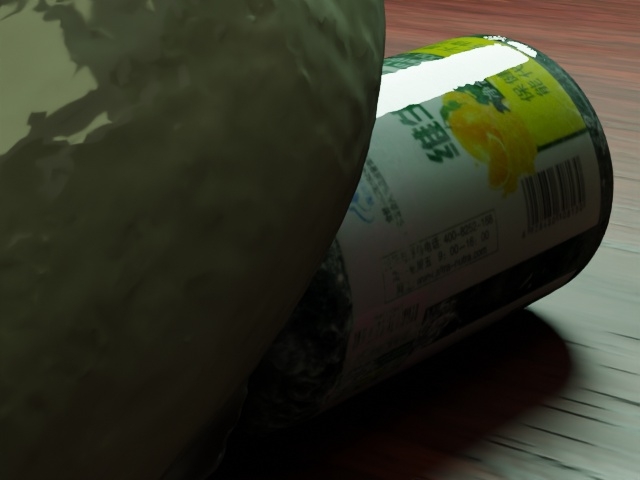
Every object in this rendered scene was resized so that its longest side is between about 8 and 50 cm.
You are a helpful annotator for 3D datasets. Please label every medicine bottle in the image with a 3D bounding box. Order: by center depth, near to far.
[{"bbox_3d":[0.000,0.000,0.712,0.141,0.141,0.293,15,27,39],"label":"medicine bottle"}]

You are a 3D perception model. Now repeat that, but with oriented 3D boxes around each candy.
[{"bbox_3d":[-0.170,-0.002,0.495,0.427,0.186,0.386,-39,28,-17],"label":"candy"}]
